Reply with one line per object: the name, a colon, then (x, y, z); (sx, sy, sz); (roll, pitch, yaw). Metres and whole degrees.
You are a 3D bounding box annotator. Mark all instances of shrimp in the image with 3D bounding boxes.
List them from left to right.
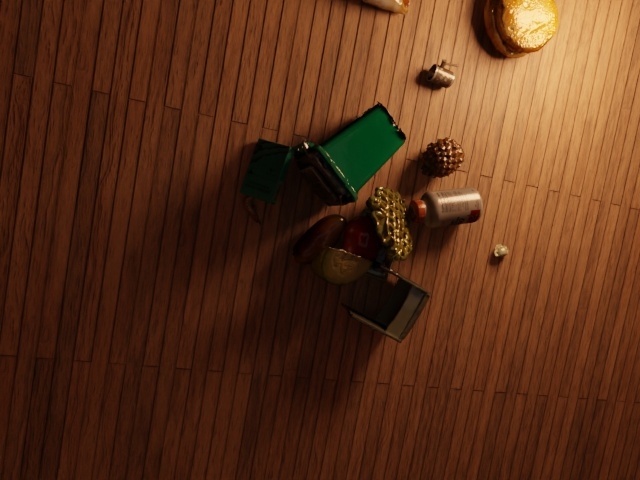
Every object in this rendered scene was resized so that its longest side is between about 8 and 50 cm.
shrimp: (-0.254, -0.127, 1.797); (0.090, 0.025, 0.127); (-25, 99, -11)

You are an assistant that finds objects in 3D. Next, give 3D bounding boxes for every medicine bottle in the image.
medicine bottle: (0.528, -0.138, 1.925); (0.288, 0.157, 0.157); (-8, 98, -13)

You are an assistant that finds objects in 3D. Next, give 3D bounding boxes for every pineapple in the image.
pineapple: (0.501, -0.339, 1.899); (0.193, 0.166, 0.166); (-39, 104, -8)

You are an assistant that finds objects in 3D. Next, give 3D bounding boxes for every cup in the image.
cup: (0.515, -0.704, 1.895); (0.099, 0.074, 0.102); (16, 112, -17)

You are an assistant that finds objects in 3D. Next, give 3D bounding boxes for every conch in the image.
conch: (0.239, -0.981, 1.791); (0.255, 0.127, 0.159); (31, 57, -37)

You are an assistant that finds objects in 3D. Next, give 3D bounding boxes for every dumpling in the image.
dumpling: (0.835, 0.046, 2.085); (0.077, 0.043, 0.060); (-17, 84, 4)

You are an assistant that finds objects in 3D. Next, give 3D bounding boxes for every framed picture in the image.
framed picture: (0.238, 0.026, 1.944); (0.216, 0.016, 0.274); (19, 92, -15)

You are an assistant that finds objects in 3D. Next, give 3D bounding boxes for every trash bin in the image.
trash bin: (0.109, -0.347, 1.759); (0.381, 0.259, 0.295); (-42, 104, -13)

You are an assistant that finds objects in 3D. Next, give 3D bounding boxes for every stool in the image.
stool: (0.272, 0.247, 1.888); (0.269, 0.170, 0.244); (30, 93, -16)

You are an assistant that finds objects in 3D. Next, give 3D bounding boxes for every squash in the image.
squash: (0.049, 0.095, 1.793); (0.236, 0.155, 0.204); (21, 111, -32)

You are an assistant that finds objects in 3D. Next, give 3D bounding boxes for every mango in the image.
mango: (0.000, 0.000, 1.831); (0.267, 0.111, 0.133); (-43, 88, -5)

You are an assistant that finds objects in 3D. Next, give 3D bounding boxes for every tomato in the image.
tomato: (0.170, 0.000, 1.821); (0.135, 0.195, 0.195); (8, 96, 22)

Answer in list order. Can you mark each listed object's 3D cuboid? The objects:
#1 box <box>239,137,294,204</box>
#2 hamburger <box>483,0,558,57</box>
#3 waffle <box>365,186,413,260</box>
box: (-0.207, -0.268, 1.737); (0.160, 0.042, 0.227); (20, 91, 26)
hamburger: (0.840, -0.942, 1.904); (0.289, 0.170, 0.314); (-34, 102, -11)
waffle: (0.296, -0.071, 1.824); (0.297, 0.073, 0.318); (-14, 84, -56)
